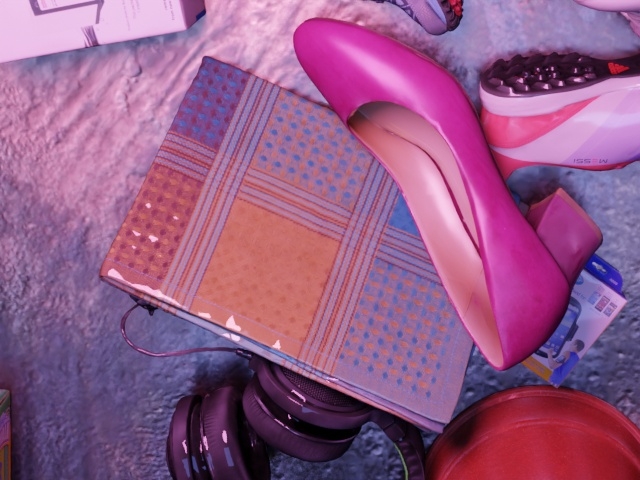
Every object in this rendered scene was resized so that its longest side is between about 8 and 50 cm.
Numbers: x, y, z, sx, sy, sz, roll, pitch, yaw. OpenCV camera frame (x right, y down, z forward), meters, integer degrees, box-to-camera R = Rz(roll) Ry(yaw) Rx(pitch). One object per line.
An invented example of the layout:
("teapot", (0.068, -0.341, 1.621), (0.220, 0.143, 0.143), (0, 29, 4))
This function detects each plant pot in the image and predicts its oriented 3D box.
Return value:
("plant pot", (0.231, 0.316, 1.573), (0.272, 0.265, 0.272), (1, 103, 3))

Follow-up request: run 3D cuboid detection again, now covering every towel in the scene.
("towel", (0.000, 0.000, 1.569), (0.370, 0.040, 0.271), (24, 70, 0))

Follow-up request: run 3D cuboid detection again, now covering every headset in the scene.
("headset", (-0.058, 0.173, 1.639), (0.243, 0.185, 0.394), (-34, 112, 21))

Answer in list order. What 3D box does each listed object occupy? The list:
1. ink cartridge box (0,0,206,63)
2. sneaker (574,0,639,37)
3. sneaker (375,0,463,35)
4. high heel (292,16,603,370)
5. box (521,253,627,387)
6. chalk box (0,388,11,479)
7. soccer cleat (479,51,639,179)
("ink cartridge box", (-0.226, -0.235, 1.531), (0.203, 0.148, 0.086), (-10, 104, 7))
("sneaker", (0.322, -0.227, 1.442), (0.114, 0.305, 0.152), (42, 130, 29))
("sneaker", (0.026, -0.286, 1.545), (0.262, 0.104, 0.125), (44, 119, -3))
("high heel", (0.094, -0.051, 1.505), (0.377, 0.127, 0.181), (38, 60, 1))
("box", (0.255, 0.077, 1.637), (0.081, 0.028, 0.136), (35, 105, -5))
("chalk box", (-0.403, 0.227, 1.660), (0.132, 0.132, 0.213), (4, 105, 3))
("soccer cleat", (0.318, -0.125, 1.558), (0.318, 0.108, 0.116), (-3, 122, 3))
